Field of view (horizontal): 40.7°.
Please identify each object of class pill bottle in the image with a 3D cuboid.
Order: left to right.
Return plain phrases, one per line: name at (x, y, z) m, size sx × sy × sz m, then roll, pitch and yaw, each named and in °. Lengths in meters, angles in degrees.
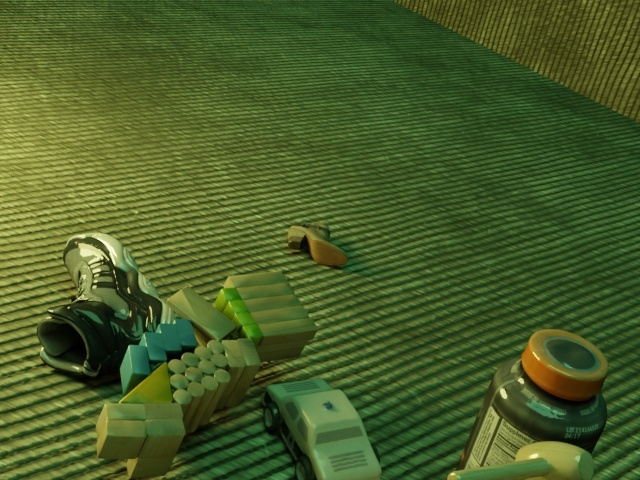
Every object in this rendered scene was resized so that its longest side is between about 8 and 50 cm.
pill bottle at (0.239, 0.220, 0.970) m, size 0.130 × 0.245 × 0.130 m, roll 11°, pitch 29°, yaw -6°

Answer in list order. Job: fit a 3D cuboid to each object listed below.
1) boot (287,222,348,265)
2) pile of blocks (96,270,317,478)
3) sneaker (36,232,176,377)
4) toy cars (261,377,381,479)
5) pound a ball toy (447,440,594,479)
boot at (0.000, 0.000, 1.464) m, size 0.118 × 0.042 × 0.087 m, roll 19°, pitch 27°, yaw 9°
pile of blocks at (-0.154, 0.156, 1.037) m, size 0.149 × 0.112 × 0.362 m, roll 39°, pitch 37°, yaw 14°
sneaker at (-0.307, 0.081, 1.125) m, size 0.153 × 0.101 × 0.268 m, roll -11°, pitch 40°, yaw -41°
toy cars at (-0.022, 0.263, 0.947) m, size 0.176 × 0.087 × 0.393 m, roll 18°, pitch 29°, yaw 6°
pound a ball toy at (0.105, 0.300, 0.802) m, size 0.319 × 0.208 × 0.136 m, roll 5°, pitch -10°, yaw -33°
